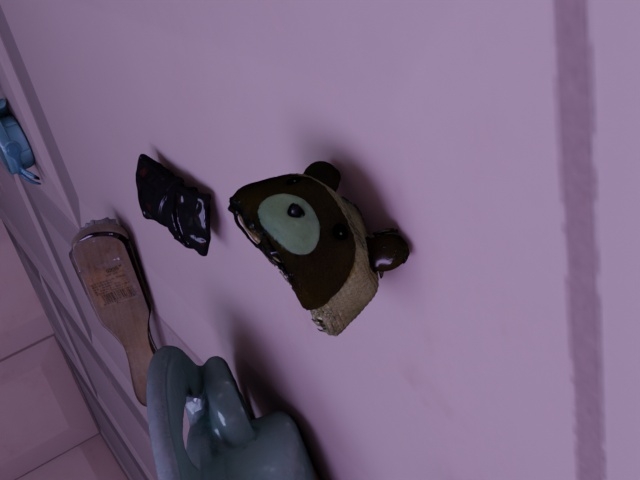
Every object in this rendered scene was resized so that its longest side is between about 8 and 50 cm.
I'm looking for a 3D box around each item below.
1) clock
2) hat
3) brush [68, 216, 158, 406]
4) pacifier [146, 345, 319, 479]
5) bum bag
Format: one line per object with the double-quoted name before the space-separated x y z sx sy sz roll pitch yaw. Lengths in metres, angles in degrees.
"clock" -0.514 -0.155 1.315 0.147 0.045 0.108 62 158 0
"hat" 0.000 0.000 0.378 0.077 0.059 0.076 44 167 48
"brush" -0.242 0.094 0.995 0.065 0.070 0.327 -114 13 -46
"pacifier" -0.118 0.257 0.662 0.288 0.269 0.343 -106 -1 -75
"bum bag" -0.118 -0.029 0.624 0.124 0.034 0.058 31 128 51
